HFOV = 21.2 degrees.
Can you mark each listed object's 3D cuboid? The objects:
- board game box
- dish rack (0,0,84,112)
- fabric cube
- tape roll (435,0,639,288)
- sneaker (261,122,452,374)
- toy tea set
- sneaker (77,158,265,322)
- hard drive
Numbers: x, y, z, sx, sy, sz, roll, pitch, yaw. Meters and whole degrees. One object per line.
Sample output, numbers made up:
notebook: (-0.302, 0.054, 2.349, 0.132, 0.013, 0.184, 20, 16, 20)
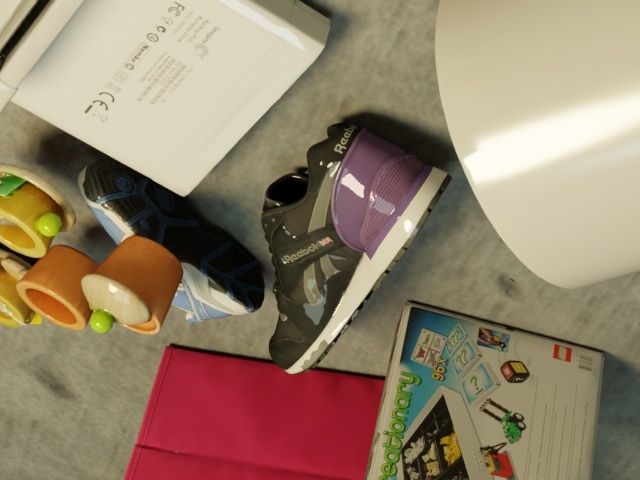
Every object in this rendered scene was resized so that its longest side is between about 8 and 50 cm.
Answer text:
board game box: (0.138, 0.204, 1.494, 0.193, 0.305, 0.053, 15, 140, 0)
dish rack: (-0.298, -0.239, 1.213, 0.285, 0.072, 0.333, 31, 138, -18)
fabric cube: (-0.051, 0.292, 1.692, 0.258, 0.259, 0.254, 9, 139, 7)
tape roll: (0.213, -0.104, 1.158, 0.169, 0.246, 0.246, -19, 130, 34)
sneaker: (0.000, 0.000, 1.479, 0.124, 0.107, 0.283, 34, 135, 0)
toy tea set: (-0.275, 0.037, 1.500, 0.336, 0.124, 0.200, -4, 138, 50)
sneaker: (-0.145, 0.010, 1.527, 0.081, 0.080, 0.211, -24, 126, 33)
hard drive: (-0.200, -0.186, 1.339, 0.353, 0.047, 0.233, 29, 138, -18)
